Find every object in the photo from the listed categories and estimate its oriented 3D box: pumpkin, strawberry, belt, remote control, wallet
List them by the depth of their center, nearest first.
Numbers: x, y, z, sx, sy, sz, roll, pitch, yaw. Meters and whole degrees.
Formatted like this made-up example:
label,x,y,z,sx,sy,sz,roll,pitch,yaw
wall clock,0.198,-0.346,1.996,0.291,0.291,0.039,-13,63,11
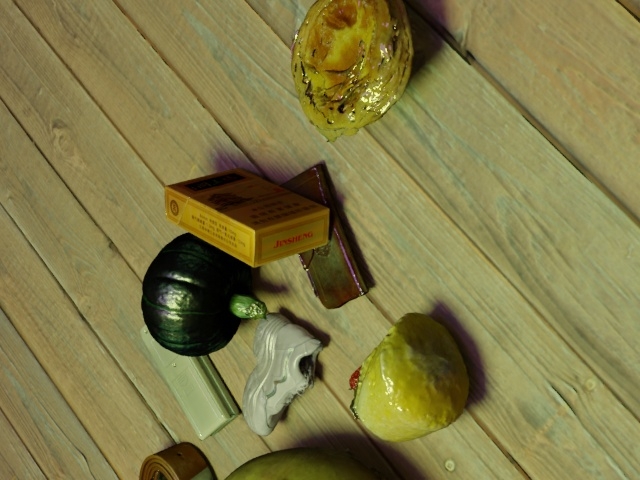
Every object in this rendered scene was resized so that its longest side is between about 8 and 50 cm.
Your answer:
label,x,y,z,sx,sy,sz,roll,pitch,yaw
strawberry,0.092,0.249,1.821,0.073,0.073,0.083,25,102,32
wallet,0.000,0.000,1.854,0.137,0.031,0.255,-28,80,44
pumpkin,-0.207,0.111,1.919,0.248,0.248,0.248,10,106,36
remote control,-0.278,0.276,2.126,0.103,0.055,0.277,-43,72,36
belt,-0.300,0.578,2.183,0.184,0.105,0.262,-13,89,42

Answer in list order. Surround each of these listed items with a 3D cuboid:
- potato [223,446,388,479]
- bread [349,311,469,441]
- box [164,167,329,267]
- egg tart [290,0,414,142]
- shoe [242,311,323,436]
label,x,y,z,sx,sy,sz,roll,pitch,yaw
potato,-0.048,0.536,1.801,0.442,0.385,0.320,-8,84,29
bread,0.152,0.236,1.699,0.170,0.197,0.197,-40,75,44
box,-0.138,-0.047,1.831,0.274,0.174,0.076,26,122,43
egg tart,0.063,-0.301,1.687,0.297,0.132,0.297,-1,89,49
shoe,-0.068,0.270,1.933,0.137,0.095,0.245,19,105,37
